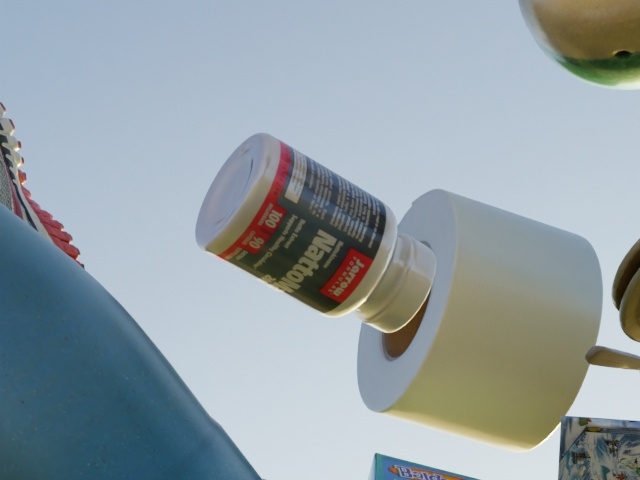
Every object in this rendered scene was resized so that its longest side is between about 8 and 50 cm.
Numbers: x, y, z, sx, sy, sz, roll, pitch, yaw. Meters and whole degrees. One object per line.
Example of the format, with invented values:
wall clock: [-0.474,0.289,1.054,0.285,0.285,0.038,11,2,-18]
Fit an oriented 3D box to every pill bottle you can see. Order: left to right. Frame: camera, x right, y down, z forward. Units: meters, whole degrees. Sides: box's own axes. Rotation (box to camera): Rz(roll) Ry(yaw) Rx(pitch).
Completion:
pill bottle: [0.000,0.000,1.153,0.180,0.108,0.108,29,-44,-21]

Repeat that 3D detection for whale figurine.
whale figurine: [0.266,-0.242,1.203,0.216,0.272,0.141,-10,-41,25]

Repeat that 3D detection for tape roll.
tape roll: [0.162,0.085,1.494,0.169,0.246,0.246,18,-41,-15]

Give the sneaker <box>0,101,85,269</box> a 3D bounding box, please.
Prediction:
sneaker: [-0.250,-0.035,0.979,0.088,0.225,0.092,-48,-23,27]

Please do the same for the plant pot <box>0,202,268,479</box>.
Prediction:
plant pot: [-0.198,0.092,0.670,0.271,0.271,0.255,-30,-86,36]

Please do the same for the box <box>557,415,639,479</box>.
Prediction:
box: [0.193,0.181,0.888,0.094,0.137,0.027,3,-10,12]

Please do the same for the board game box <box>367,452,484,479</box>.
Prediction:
board game box: [0.116,0.255,1.223,0.160,0.210,0.047,14,-79,1]

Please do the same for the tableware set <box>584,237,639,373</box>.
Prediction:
tableware set: [0.226,0.022,0.804,0.194,0.039,0.128,15,-63,-44]
